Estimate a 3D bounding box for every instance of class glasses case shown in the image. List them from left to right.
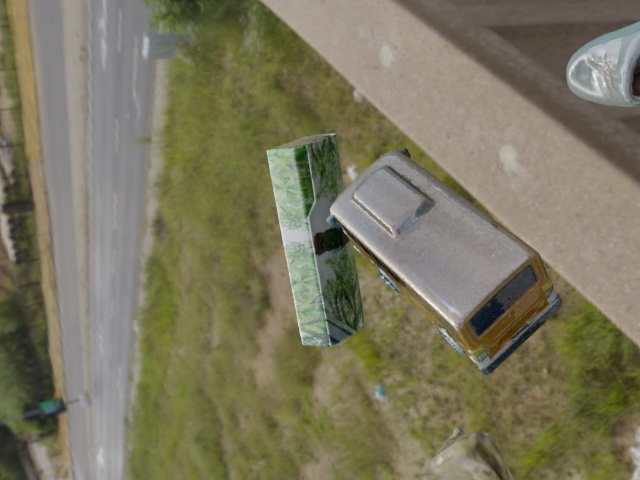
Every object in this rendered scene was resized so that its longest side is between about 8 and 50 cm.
[{"bbox_3d":[0.000,0.000,0.963,0.062,0.095,0.272,0,109,33],"label":"glasses case"}]

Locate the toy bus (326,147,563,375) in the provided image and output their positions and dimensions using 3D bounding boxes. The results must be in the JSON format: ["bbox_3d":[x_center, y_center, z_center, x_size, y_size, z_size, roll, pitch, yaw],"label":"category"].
[{"bbox_3d":[0.090,0.008,0.574,0.182,0.091,0.103,45,177,42],"label":"toy bus"}]

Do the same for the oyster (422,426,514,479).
[{"bbox_3d":[0.063,0.257,0.326,0.100,0.275,0.271,1,111,17],"label":"oyster"}]

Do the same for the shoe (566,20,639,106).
[{"bbox_3d":[0.352,-0.192,0.813,0.195,0.079,0.078,-23,41,61],"label":"shoe"}]
